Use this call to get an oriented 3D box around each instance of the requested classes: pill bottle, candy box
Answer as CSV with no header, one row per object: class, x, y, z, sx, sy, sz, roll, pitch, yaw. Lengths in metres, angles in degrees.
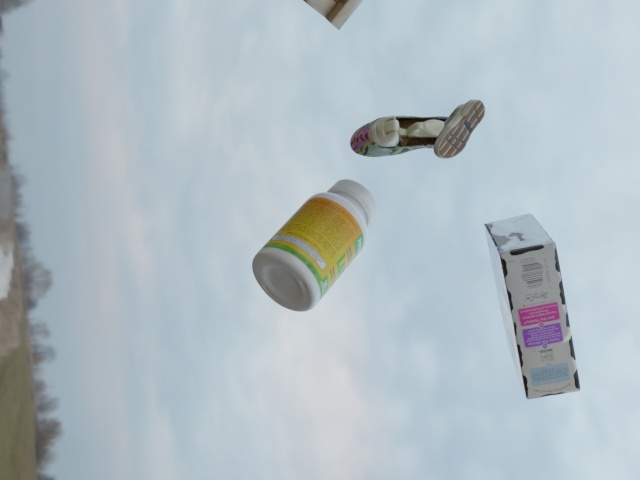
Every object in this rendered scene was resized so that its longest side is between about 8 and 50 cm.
pill bottle,0.000,0.000,1.441,0.136,0.246,0.136,25,-38,22
candy box,0.273,0.081,1.046,0.165,0.070,0.196,-71,148,-76

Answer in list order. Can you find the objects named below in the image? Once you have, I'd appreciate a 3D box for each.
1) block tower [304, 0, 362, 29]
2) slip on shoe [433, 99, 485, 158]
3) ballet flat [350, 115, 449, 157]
block tower,-0.063,-0.476,1.282,0.091,0.097,0.335,-50,-118,13
slip on shoe,0.221,-0.184,1.327,0.041,0.135,0.051,9,-36,47
ballet flat,0.162,-0.196,1.448,0.079,0.221,0.077,58,29,-80
